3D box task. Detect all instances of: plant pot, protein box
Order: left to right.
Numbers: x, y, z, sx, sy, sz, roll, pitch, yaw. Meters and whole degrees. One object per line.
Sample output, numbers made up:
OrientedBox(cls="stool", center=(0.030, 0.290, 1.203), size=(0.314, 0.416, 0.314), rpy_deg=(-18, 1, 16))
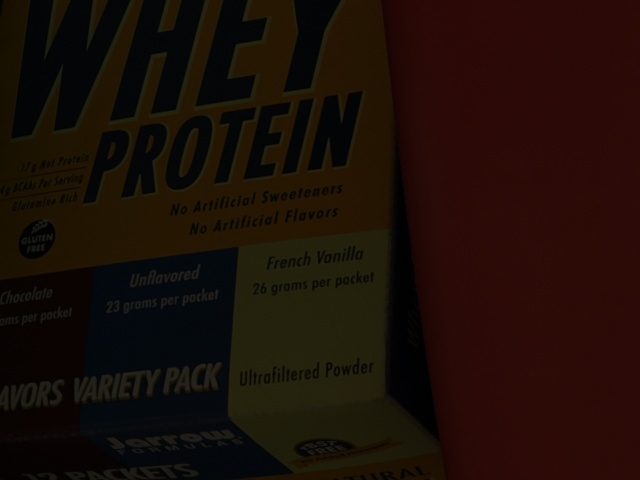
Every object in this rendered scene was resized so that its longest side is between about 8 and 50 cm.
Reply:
OrientedBox(cls="protein box", center=(0.000, 0.000, 0.628), size=(0.201, 0.136, 0.200), rpy_deg=(46, 42, -55))
OrientedBox(cls="plant pot", center=(0.138, -0.018, 0.478), size=(0.275, 0.275, 0.243), rpy_deg=(3, 89, -67))
